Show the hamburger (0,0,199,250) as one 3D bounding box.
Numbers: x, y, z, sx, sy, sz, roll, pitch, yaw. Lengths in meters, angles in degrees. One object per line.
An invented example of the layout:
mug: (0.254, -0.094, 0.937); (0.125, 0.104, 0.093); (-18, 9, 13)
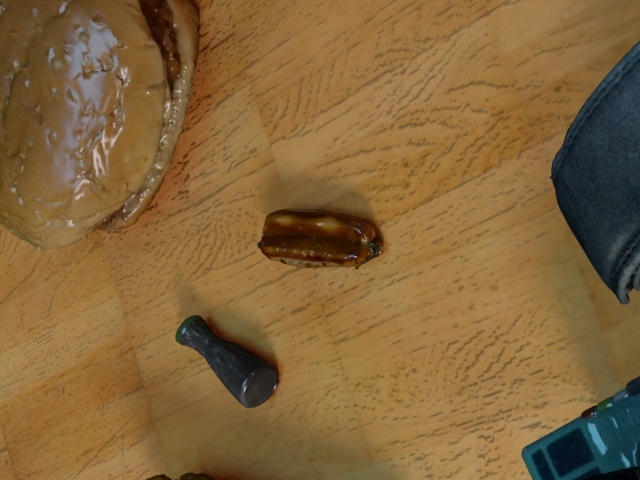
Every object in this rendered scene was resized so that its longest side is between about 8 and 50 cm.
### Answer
hamburger: (-0.234, -0.134, 1.266); (0.260, 0.145, 0.283); (26, 117, 35)

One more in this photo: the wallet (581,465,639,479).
wallet: (0.326, 0.176, 0.726); (0.379, 0.046, 0.190); (-16, 81, 14)

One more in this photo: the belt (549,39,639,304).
belt: (0.240, -0.060, 0.786); (0.116, 0.206, 0.267); (58, 140, 21)

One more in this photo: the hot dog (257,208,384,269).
hot dog: (0.000, 0.000, 1.134); (0.122, 0.037, 0.049); (9, 88, 37)

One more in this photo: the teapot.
teapot: (-0.086, 0.103, 1.218); (0.111, 0.043, 0.042); (33, 116, 38)

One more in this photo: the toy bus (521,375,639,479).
toy bus: (0.245, 0.213, 0.861); (0.147, 0.128, 0.256); (-37, 68, 38)

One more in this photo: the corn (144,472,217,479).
corn: (-0.045, 0.254, 1.160); (0.320, 0.097, 0.097); (5, 97, 40)
